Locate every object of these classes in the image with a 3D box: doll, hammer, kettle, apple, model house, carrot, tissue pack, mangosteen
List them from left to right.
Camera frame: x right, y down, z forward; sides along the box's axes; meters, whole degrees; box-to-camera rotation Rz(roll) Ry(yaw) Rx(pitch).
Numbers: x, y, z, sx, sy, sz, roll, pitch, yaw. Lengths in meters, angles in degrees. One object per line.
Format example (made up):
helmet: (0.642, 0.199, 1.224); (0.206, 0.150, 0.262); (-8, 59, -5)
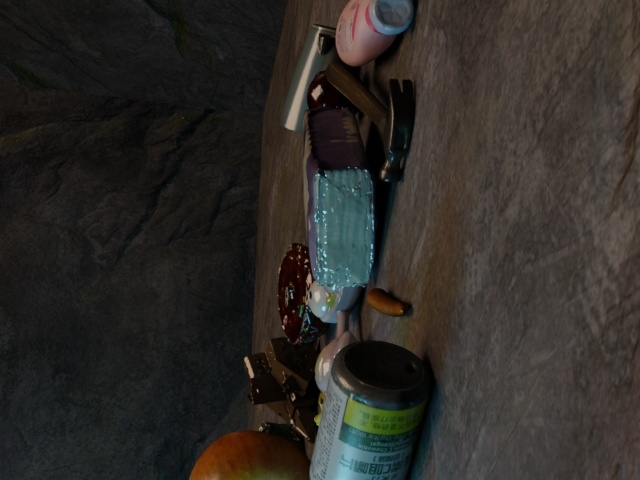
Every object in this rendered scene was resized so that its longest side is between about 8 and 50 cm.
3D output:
apple: (-0.147, 0.546, 2.030); (0.275, 0.299, 0.299); (-141, 57, -68)
model house: (-0.073, 0.371, 2.212); (0.181, 0.176, 0.248); (105, 151, -43)
kettle: (0.019, -0.368, 2.182); (0.210, 0.160, 0.243); (-22, -51, -67)
mangosteen: (0.028, -0.320, 2.032); (0.140, 0.140, 0.140); (-174, 90, -81)
tissue pack: (0.029, -0.094, 1.814); (0.343, 0.125, 0.242); (-100, 7, -63)
doll: (0.032, 0.170, 1.802); (0.160, 0.094, 0.365); (111, 162, -49)
hammer: (0.081, -0.256, 1.759); (0.440, 0.044, 0.168); (-123, 39, -62)
carrot: (0.113, 0.105, 1.536); (0.190, 0.037, 0.037); (-159, 76, -77)

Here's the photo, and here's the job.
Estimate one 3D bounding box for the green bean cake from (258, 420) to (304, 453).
green bean cake: (-0.112, 0.601, 2.333); (0.255, 0.132, 0.241); (-100, 14, -59)

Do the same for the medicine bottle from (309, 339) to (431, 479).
medicine bottle: (0.063, 0.298, 1.366); (0.141, 0.141, 0.293); (-100, 19, -60)

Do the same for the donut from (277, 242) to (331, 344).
donut: (-0.031, 0.122, 2.157); (0.235, 0.089, 0.235); (-178, 90, -69)

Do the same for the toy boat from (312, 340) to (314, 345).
toy boat: (-0.037, 0.182, 2.302); (0.089, 0.071, 0.185); (-23, -49, -50)

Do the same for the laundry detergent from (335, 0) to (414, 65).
laundry detergent: (0.100, -0.413, 1.783); (0.335, 0.088, 0.159); (-152, 73, -79)
